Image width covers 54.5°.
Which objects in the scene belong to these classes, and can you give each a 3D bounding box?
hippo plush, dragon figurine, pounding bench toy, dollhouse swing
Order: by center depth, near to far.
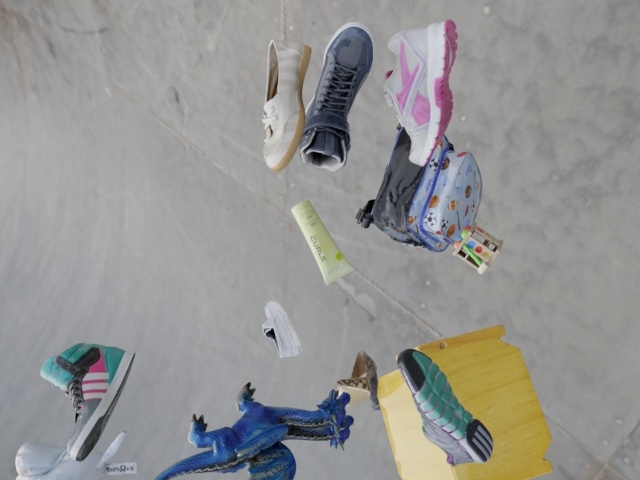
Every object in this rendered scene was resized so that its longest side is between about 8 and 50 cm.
[{"bbox_3d":[-0.083,0.257,0.761,0.144,0.289,0.085,10,115,44],"label":"dragon figurine"},{"bbox_3d":[0.249,0.015,1.002,0.065,0.083,0.052,35,119,7],"label":"pounding bench toy"},{"bbox_3d":[-0.584,0.605,1.396,0.237,0.293,0.235,-89,-7,-63],"label":"hippo plush"},{"bbox_3d":[0.341,0.439,1.562,0.305,0.314,0.347,100,156,-69],"label":"dollhouse swing"}]

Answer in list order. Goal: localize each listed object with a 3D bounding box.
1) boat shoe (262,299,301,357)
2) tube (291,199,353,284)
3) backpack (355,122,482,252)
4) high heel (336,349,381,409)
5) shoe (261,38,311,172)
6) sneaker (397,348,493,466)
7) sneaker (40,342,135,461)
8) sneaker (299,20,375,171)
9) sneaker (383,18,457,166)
[{"bbox_3d":[-0.105,0.213,1.483,0.184,0.063,0.066,-124,27,-44],"label":"boat shoe"},{"bbox_3d":[0.000,0.000,1.761,0.070,0.062,0.240,-31,83,24],"label":"tube"},{"bbox_3d":[0.243,-0.099,1.387,0.213,0.277,0.263,23,175,26],"label":"backpack"},{"bbox_3d":[0.093,0.382,1.798,0.261,0.093,0.186,37,-151,-51],"label":"high heel"},{"bbox_3d":[-0.059,-0.195,0.878,0.058,0.219,0.076,21,150,-26],"label":"shoe"},{"bbox_3d":[0.183,0.287,1.034,0.224,0.083,0.098,53,131,2],"label":"sneaker"},{"bbox_3d":[-0.548,0.338,1.392,0.178,0.296,0.124,21,124,-8],"label":"sneaker"},{"bbox_3d":[0.027,-0.216,0.988,0.086,0.164,0.226,15,133,-10],"label":"sneaker"},{"bbox_3d":[0.163,-0.249,1.055,0.111,0.103,0.253,12,124,21],"label":"sneaker"}]
